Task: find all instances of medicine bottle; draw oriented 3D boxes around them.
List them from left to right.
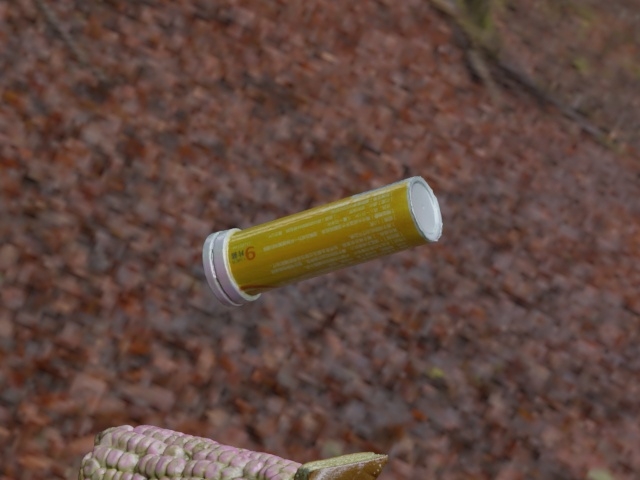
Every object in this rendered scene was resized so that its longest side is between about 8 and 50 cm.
[{"bbox_3d":[0.000,0.000,1.381,0.074,0.218,0.074,40,41,-48],"label":"medicine bottle"}]

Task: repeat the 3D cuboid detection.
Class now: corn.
[{"bbox_3d":[-0.115,0.258,1.553,0.335,0.127,0.126,1,-5,42],"label":"corn"}]

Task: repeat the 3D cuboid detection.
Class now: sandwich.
[{"bbox_3d":[0.003,0.163,0.994,0.044,0.083,0.031,43,-15,-20],"label":"sandwich"}]
